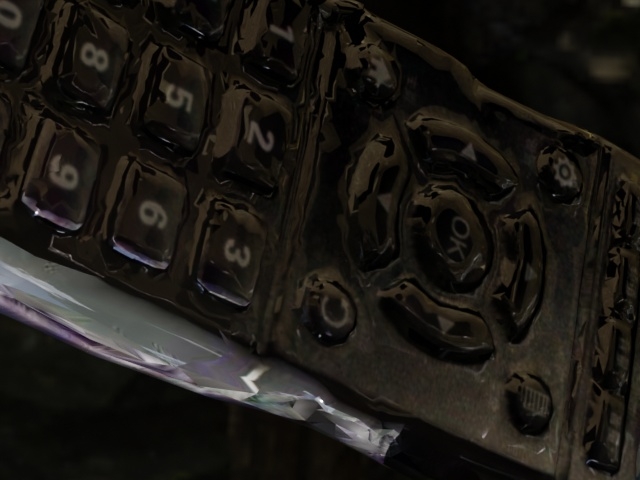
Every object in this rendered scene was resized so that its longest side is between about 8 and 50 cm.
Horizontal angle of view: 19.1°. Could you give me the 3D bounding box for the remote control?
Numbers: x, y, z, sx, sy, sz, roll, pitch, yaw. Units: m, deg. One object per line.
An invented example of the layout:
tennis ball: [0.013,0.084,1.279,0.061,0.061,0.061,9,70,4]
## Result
remote control: [0.000,0.000,0.567,0.399,0.144,0.062,26,153,-29]
